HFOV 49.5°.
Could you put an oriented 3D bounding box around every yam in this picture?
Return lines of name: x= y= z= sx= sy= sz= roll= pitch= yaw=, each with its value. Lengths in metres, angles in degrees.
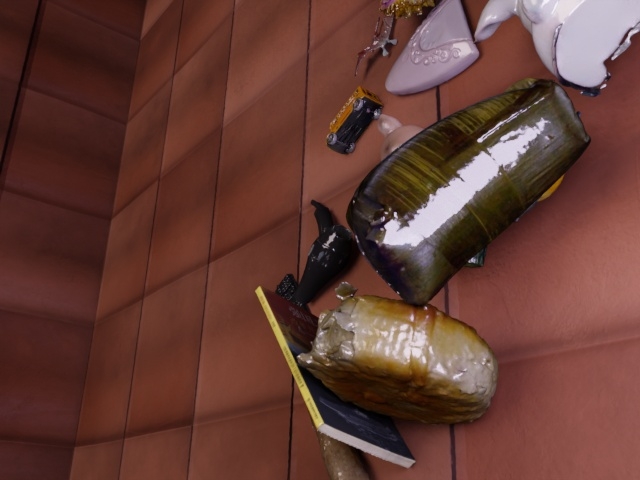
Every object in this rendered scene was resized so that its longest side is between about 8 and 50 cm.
yam: x=0.031 y=0.411 z=1.414 sx=0.081 sy=0.081 sz=0.356 roll=-54 pitch=39 yaw=26

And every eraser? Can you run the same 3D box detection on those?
eraser: x=0.227 y=-0.409 z=1.526 sx=0.243 sy=0.059 sz=0.204 roll=-36 pitch=47 yaw=36

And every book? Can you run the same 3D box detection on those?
book: x=0.021 y=0.255 z=1.333 sx=0.028 sy=0.263 sz=0.374 roll=-47 pitch=39 yaw=13

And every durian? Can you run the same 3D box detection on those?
durian: x=0.240 y=-0.620 z=1.575 sx=0.341 sy=0.112 sz=0.191 roll=-69 pitch=14 yaw=-17

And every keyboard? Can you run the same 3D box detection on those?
keyboard: x=-0.062 y=0.173 z=1.709 sx=0.072 sy=0.023 sz=0.231 roll=-54 pitch=37 yaw=21

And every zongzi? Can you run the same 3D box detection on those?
zongzi: x=0.215 y=-0.116 z=1.199 sx=0.403 sy=0.207 sz=0.432 roll=-40 pitch=13 yaw=2

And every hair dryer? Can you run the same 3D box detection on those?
hair dryer: x=0.000 y=0.000 z=1.681 sx=0.271 sy=0.091 sz=0.235 roll=-93 pitch=26 yaw=-48

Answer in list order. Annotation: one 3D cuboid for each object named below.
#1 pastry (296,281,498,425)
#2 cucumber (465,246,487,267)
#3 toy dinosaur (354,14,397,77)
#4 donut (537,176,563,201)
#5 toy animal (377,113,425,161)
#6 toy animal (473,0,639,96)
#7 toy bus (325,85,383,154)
pastry: x=0.135 y=0.207 z=1.162 sx=0.330 sy=0.330 sz=0.136 roll=-20 pitch=44 yaw=50
cucumber: x=0.277 y=-0.057 z=1.288 sx=0.078 sy=0.062 sz=0.211 roll=-2 pitch=73 yaw=56
toy dinosaur: x=0.147 y=-0.496 z=1.713 sx=0.220 sy=0.032 sz=0.108 roll=-54 pitch=32 yaw=9
donut: x=0.360 y=-0.133 z=1.208 sx=0.152 sy=0.058 sz=0.151 roll=-28 pitch=54 yaw=47
toy animal: x=0.162 y=-0.115 z=1.420 sx=0.165 sy=0.149 sz=0.247 roll=33 pitch=115 yaw=39
toy animal: x=0.396 y=-0.380 z=1.138 sx=0.310 sy=0.247 sz=0.182 roll=-98 pitch=5 yaw=-52
toy bus: x=0.075 y=-0.289 z=1.684 sx=0.162 sy=0.070 sz=0.074 roll=-50 pitch=38 yaw=27
